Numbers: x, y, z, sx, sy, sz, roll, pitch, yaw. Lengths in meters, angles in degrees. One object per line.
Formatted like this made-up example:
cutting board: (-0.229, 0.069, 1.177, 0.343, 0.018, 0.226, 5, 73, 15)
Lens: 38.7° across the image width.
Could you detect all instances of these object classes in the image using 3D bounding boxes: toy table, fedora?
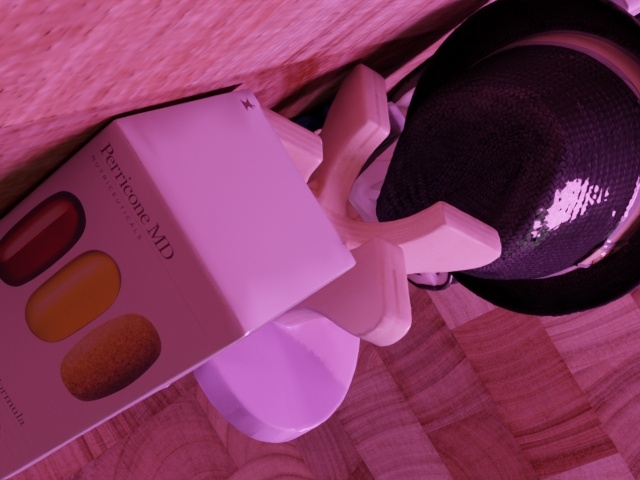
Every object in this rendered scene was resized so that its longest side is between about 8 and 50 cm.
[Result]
toy table: (0.000, 0.000, 0.713, 0.252, 0.274, 0.161, 14, 140, -38)
fedora: (0.158, -0.063, 0.821, 0.152, 0.334, 0.334, -18, 171, -40)

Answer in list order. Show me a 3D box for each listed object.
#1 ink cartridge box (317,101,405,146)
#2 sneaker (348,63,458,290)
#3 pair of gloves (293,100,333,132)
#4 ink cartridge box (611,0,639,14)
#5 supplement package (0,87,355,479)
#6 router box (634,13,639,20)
ink cartridge box: (-0.016, -0.070, 0.957, 0.208, 0.045, 0.206, -32, -178, 18)
sneaker: (0.189, -0.093, 1.142, 0.169, 0.257, 0.447, -31, 180, -37)
pair of gloves: (-0.049, -0.087, 0.937, 0.198, 0.023, 0.159, -32, 180, 28)
ink cartridge box: (0.312, -0.269, 0.903, 0.190, 0.082, 0.139, -33, -179, -20)
supplement package: (-0.126, 0.029, 0.581, 0.244, 0.139, 0.134, -33, 178, 33)
router box: (0.505, -0.388, 1.229, 0.243, 0.081, 0.309, -31, 180, 2)
